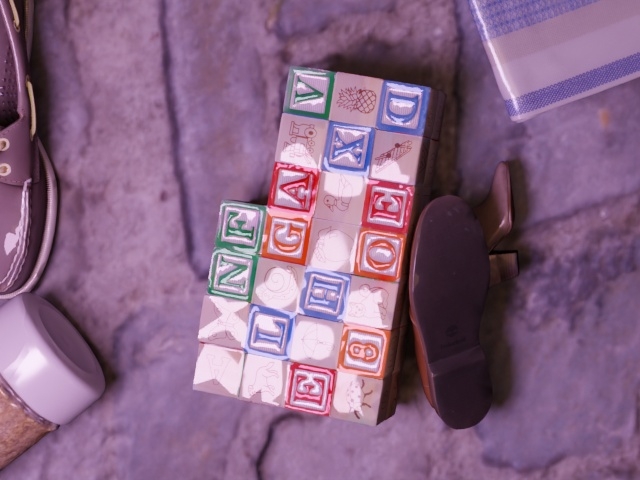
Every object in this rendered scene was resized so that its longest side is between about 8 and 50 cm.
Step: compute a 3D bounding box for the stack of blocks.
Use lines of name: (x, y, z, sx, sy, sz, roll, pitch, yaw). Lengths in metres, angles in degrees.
stack of blocks: (0.000, 0.000, 1.412, 0.171, 0.087, 0.297, 11, 94, 14)

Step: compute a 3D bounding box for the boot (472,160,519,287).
boot: (0.133, -0.010, 1.436, 0.087, 0.042, 0.118, -4, 86, 12)

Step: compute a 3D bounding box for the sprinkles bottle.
sprinkles bottle: (-0.365, 0.199, 1.451, 0.355, 0.121, 0.121, -39, 89, 6)

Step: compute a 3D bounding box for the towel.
towel: (0.211, -0.262, 1.377, 0.209, 0.034, 0.285, -22, 97, -12)

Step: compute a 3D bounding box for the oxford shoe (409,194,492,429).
oxford shoe: (0.104, 0.058, 1.405, 0.076, 0.076, 0.212, -9, 110, -18)

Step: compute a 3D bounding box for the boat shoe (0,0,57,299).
boat shoe: (-0.307, -0.105, 1.441, 0.116, 0.097, 0.324, -1, 93, 5)
